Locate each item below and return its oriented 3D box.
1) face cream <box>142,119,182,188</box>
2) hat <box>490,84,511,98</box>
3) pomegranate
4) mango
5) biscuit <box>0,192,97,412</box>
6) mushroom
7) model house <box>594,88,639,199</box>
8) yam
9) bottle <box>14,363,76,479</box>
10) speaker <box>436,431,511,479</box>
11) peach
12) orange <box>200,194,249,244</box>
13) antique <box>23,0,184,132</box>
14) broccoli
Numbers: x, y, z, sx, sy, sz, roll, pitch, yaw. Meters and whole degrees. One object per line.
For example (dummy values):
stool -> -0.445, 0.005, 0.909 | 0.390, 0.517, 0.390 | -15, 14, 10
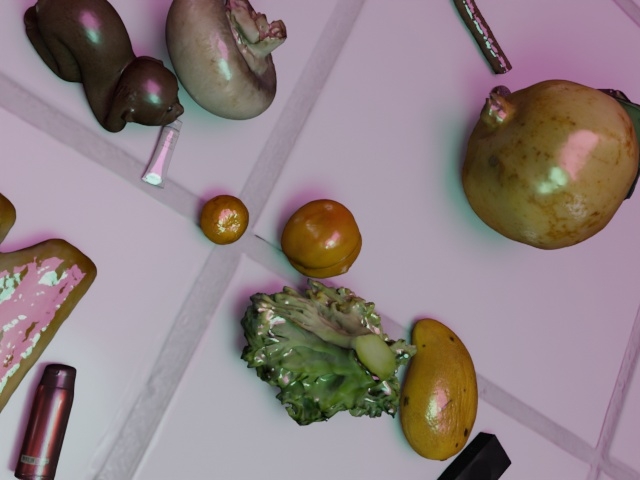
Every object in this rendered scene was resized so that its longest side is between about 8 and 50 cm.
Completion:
face cream -> -0.250, -0.141, 1.267 | 0.038, 0.020, 0.115 | 23, 78, -28
hat -> 0.384, -0.284, 1.643 | 0.058, 0.042, 0.087 | 25, 74, -28
pomegranate -> 0.415, -0.157, 1.502 | 0.343, 0.342, 0.342 | 2, 85, -31
mango -> 0.222, 0.275, 1.468 | 0.157, 0.109, 0.261 | 5, 82, -27
biscuit -> -0.476, 0.085, 1.090 | 0.237, 0.062, 0.290 | 39, 68, -22
mushroom -> -0.138, -0.301, 1.236 | 0.178, 0.226, 0.226 | -24, 102, 12
model house -> 0.638, -0.242, 1.719 | 0.279, 0.205, 0.218 | -33, 142, -46
yam -> 0.297, -0.482, 1.607 | 0.326, 0.045, 0.045 | 56, 31, -16
bottle -> -0.389, 0.259, 1.135 | 0.060, 0.060, 0.164 | 17, 78, -29
speaker -> 0.275, 0.471, 1.523 | 0.218, 0.044, 0.082 | -38, 106, -28
peach -> 0.000, 0.000, 1.344 | 0.138, 0.138, 0.138 | 2, 85, -31
orange -> -0.156, -0.034, 1.286 | 0.083, 0.070, 0.083 | -6, 102, -29
antique -> -0.310, -0.266, 1.172 | 0.257, 0.143, 0.121 | 51, 62, -21
broccoli -> 0.030, 0.173, 1.282 | 0.288, 0.246, 0.247 | 1, 77, -36
